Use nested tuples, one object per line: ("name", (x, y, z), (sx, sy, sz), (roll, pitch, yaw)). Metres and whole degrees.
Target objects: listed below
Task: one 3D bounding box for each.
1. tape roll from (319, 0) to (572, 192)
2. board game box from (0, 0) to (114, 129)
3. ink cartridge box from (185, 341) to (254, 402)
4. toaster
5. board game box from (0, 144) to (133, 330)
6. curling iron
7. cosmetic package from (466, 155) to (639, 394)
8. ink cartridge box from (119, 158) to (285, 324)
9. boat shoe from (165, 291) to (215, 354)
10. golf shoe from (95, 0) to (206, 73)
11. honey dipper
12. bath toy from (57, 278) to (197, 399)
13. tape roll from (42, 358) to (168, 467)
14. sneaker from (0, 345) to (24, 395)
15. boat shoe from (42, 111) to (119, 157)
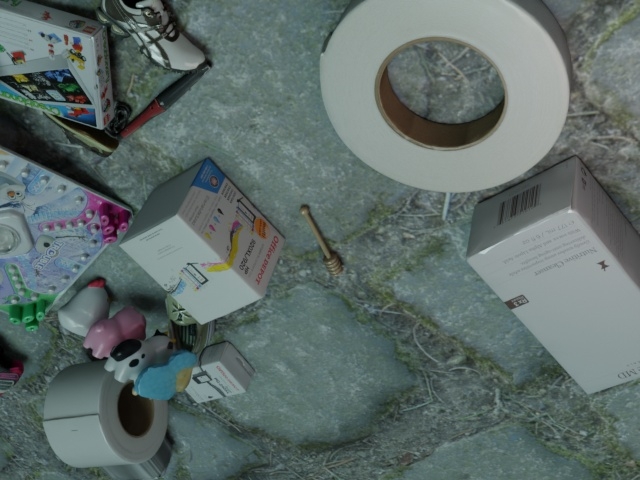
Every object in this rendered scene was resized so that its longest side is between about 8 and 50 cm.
("tape roll", (0.191, -0.244, 1.484), (0.392, 0.072, 0.392), (10, 134, 10))
("board game box", (-0.509, -0.321, 1.650), (0.305, 0.053, 0.193), (18, 135, 12))
("ink cartridge box", (-0.243, 0.299, 2.140), (0.150, 0.063, 0.109), (-18, 123, 32))
("toaster", (-0.471, 0.520, 2.384), (0.227, 0.129, 0.146), (-7, 132, 22))
("board game box", (-0.634, -0.001, 1.866), (0.390, 0.050, 0.390), (28, 122, -33))
("curling iron", (-0.293, -0.248, 1.674), (0.274, 0.035, 0.068), (-22, 121, 34))
("cosmetic package", (0.448, 0.069, 1.623), (0.217, 0.156, 0.385), (-30, 116, 35))
("ink cartridge box", (-0.216, 0.005, 1.786), (0.168, 0.171, 0.232), (-24, 120, 35))
("boat shoe", (-0.270, 0.137, 1.980), (0.109, 0.094, 0.302), (10, 134, 11))
("golf shoe", (-0.267, -0.347, 1.547), (0.198, 0.077, 0.094), (29, 134, -10))
("honey dipper", (0.000, 0.000, 1.806), (0.030, 0.030, 0.160), (-10, 125, 27))
("bath toy", (-0.412, 0.198, 2.005), (0.348, 0.129, 0.151), (32, -174, 34))
("tape roll", (-0.490, 0.397, 2.192), (0.169, 0.246, 0.246), (-11, 127, 27))
("sneaker", (-0.848, 0.248, 2.289), (0.112, 0.121, 0.299), (-38, 114, 8))
("boat shoe", (-0.450, -0.201, 1.759), (0.152, 0.056, 0.049), (33, 128, -12))
